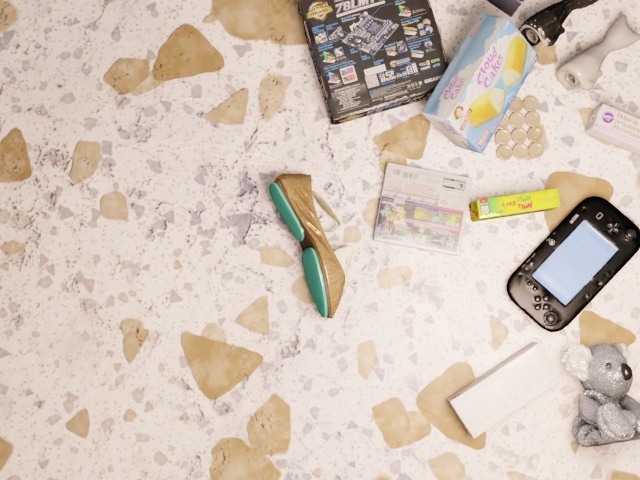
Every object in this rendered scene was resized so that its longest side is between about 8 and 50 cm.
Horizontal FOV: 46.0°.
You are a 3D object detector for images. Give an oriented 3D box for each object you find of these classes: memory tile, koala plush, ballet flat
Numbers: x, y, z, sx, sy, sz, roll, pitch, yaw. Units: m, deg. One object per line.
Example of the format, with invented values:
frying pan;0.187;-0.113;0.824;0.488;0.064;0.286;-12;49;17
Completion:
memory tile;0.459;-0.261;1.751;0.113;0.012;0.148;-5;86;-1
koala plush;0.625;0.328;1.644;0.196;0.203;0.221;-1;70;-21
ballet flat;0.000;0.000;1.698;0.124;0.116;0.342;-21;82;-21

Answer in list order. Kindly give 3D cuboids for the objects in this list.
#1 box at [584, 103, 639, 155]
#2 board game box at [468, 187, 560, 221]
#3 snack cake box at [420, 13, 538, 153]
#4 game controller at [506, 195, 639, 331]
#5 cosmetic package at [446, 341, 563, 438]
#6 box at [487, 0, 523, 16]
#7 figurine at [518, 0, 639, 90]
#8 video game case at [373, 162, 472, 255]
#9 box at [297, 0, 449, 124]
box;0.772;-0.217;1.723;0.324;0.067;0.063;23;86;2
board game box;0.435;-0.079;1.699;0.181;0.092;0.043;-8;86;-1
snack cake box;0.357;-0.349;1.682;0.152;0.089;0.264;33;86;-41
game controller;0.572;0.052;1.705;0.166;0.067;0.319;44;87;2
cosmetic package;0.411;0.333;1.688;0.239;0.060;0.099;-32;86;-2
box;0.430;-0.633;1.734;0.156;0.093;0.158;35;86;2
figurine;0.605;-0.479;1.733;0.209;0.092;0.215;-41;88;-7
video game case;0.236;-0.072;1.734;0.201;0.023;0.183;11;86;0
box;0.126;-0.447;1.732;0.295;0.073;0.293;-17;86;-1
